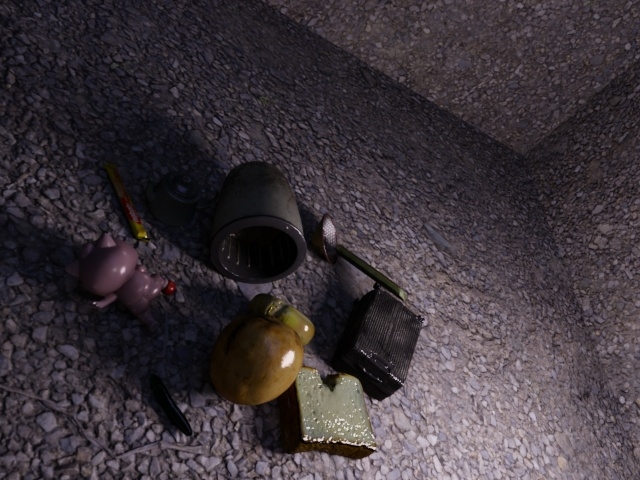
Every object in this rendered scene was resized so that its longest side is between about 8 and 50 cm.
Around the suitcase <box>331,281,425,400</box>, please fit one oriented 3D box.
[{"bbox_3d":[0.193,0.335,1.914,0.230,0.152,0.335,38,41,-7],"label":"suitcase"}]

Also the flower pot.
[{"bbox_3d":[-0.204,-0.070,1.839,0.294,0.293,0.330,21,37,-26],"label":"flower pot"}]

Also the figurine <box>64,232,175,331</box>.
[{"bbox_3d":[-0.523,0.107,1.518,0.287,0.176,0.186,40,-6,-31],"label":"figurine"}]

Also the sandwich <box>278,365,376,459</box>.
[{"bbox_3d":[0.012,0.490,1.656,0.273,0.095,0.248,17,46,-31],"label":"sandwich"}]

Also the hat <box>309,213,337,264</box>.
[{"bbox_3d":[0.000,0.000,2.102,0.193,0.082,0.192,-8,90,-75],"label":"hat"}]

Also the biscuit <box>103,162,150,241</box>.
[{"bbox_3d":[-0.587,-0.117,1.733,0.048,0.026,0.291,9,48,-61],"label":"biscuit"}]

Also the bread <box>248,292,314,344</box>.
[{"bbox_3d":[-0.122,0.241,1.710,0.213,0.213,0.104,34,77,-13],"label":"bread"}]

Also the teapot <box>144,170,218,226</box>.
[{"bbox_3d":[-0.434,-0.150,1.798,0.239,0.149,0.162,10,49,-35],"label":"teapot"}]

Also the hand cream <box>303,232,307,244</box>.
[{"bbox_3d":[-0.122,-0.086,2.090,0.120,0.061,0.270,10,45,-37],"label":"hand cream"}]

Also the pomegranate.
[{"bbox_3d":[-0.170,0.312,1.529,0.261,0.260,0.260,23,43,-24],"label":"pomegranate"}]

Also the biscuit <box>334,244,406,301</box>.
[{"bbox_3d":[0.178,0.113,2.053,0.323,0.038,0.099,35,-7,30],"label":"biscuit"}]

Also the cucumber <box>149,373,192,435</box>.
[{"bbox_3d":[-0.376,0.413,1.436,0.036,0.033,0.184,-31,77,-25],"label":"cucumber"}]
